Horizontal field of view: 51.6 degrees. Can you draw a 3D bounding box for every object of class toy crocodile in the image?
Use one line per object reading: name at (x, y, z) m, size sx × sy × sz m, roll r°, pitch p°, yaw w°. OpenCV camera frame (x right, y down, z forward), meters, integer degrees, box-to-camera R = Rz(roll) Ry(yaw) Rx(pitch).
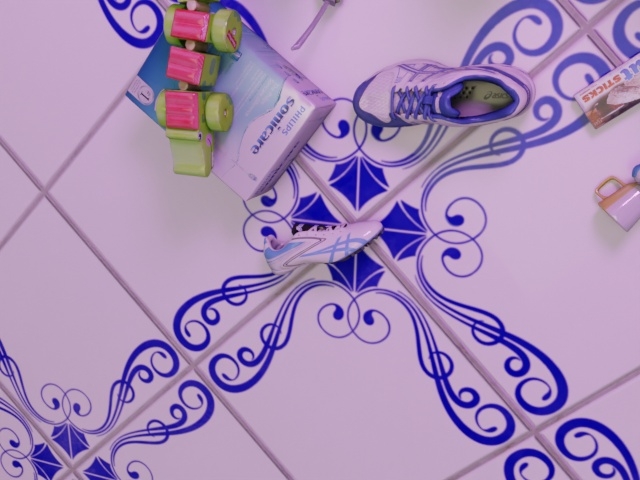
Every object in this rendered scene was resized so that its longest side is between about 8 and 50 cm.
toy crocodile at (-0.203, -0.268, 1.055) m, size 0.115 × 0.105 × 0.340 m, roll 12°, pitch 108°, yaw 14°

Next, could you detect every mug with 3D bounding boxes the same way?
mug at (0.475, -0.062, 1.034) m, size 0.078 × 0.062 × 0.064 m, roll 43°, pitch 107°, yaw -4°

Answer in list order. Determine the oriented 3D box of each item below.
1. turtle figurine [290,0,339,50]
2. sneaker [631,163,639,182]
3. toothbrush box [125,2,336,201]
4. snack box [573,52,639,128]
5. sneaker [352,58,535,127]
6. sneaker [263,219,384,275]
turtle figurine at (0.022, -0.445, 1.015) m, size 0.266 × 0.274 × 0.197 m, roll -18°, pitch 133°, yaw 19°
sneaker at (0.577, -0.068, 0.974) m, size 0.229 × 0.087 × 0.092 m, roll 13°, pitch 103°, yaw 14°
toothbrush box at (-0.158, -0.249, 1.170) m, size 0.295 × 0.126 × 0.216 m, roll 41°, pitch 113°, yaw 5°
snack box at (0.479, -0.244, 0.997) m, size 0.178 × 0.022 × 0.064 m, roll -33°, pitch 91°, yaw 25°
sneaker at (0.183, -0.233, 1.050) m, size 0.297 × 0.131 × 0.111 m, roll -1°, pitch 107°, yaw 22°
sneaker at (0.000, 0.000, 1.210) m, size 0.237 × 0.085 × 0.086 m, roll -16°, pitch 104°, yaw 22°
